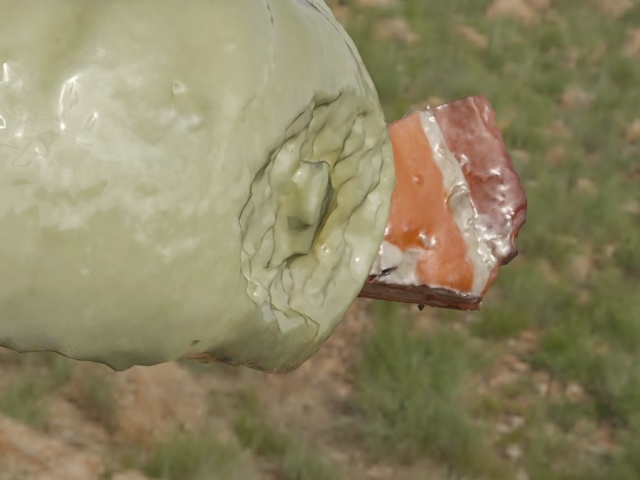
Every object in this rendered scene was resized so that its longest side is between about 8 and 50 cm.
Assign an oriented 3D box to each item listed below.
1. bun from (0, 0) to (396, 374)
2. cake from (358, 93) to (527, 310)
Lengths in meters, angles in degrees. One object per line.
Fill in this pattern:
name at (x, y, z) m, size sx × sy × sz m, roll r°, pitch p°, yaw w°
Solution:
bun at (-0.133, -0.077, 0.792) m, size 0.364 × 0.202 × 0.364 m, roll 13°, pitch 10°, yaw -2°
cake at (0.003, 0.000, 1.048) m, size 0.287 × 0.135 × 0.098 m, roll -15°, pitch 9°, yaw -24°
